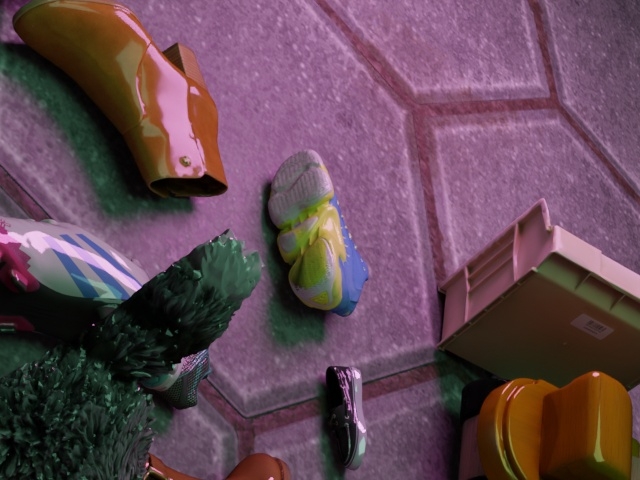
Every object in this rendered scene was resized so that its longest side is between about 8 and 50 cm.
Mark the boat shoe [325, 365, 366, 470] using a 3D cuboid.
[{"bbox_3d":[0.028,0.216,1.831,0.040,0.049,0.142,13,49,-19],"label":"boat shoe"}]

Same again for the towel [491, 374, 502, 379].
[{"bbox_3d":[0.315,0.267,2.129,0.209,0.034,0.285,47,37,-11],"label":"towel"}]

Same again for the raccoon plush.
[{"bbox_3d":[-0.174,0.235,1.288,0.299,0.446,0.216,54,13,6],"label":"raccoon plush"}]

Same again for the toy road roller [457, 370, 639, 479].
[{"bbox_3d":[0.336,0.295,1.916,0.330,0.241,0.202,27,53,-25],"label":"toy road roller"}]

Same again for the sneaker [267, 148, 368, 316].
[{"bbox_3d":[0.000,0.000,1.951,0.126,0.091,0.240,45,32,-47],"label":"sneaker"}]

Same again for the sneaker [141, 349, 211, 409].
[{"bbox_3d":[-0.152,0.124,1.692,0.076,0.065,0.166,55,35,-30],"label":"sneaker"}]

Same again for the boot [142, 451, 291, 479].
[{"bbox_3d":[-0.163,0.259,1.540,0.220,0.109,0.283,45,44,-7],"label":"boot"}]

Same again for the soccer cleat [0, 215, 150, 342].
[{"bbox_3d":[-0.309,0.028,1.549,0.331,0.116,0.143,27,29,-37],"label":"soccer cleat"}]

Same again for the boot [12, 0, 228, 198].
[{"bbox_3d":[-0.226,-0.163,1.782,0.295,0.104,0.211,15,51,-47],"label":"boot"}]

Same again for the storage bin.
[{"bbox_3d":[0.338,0.098,2.059,0.262,0.260,0.123,28,45,-17],"label":"storage bin"}]
